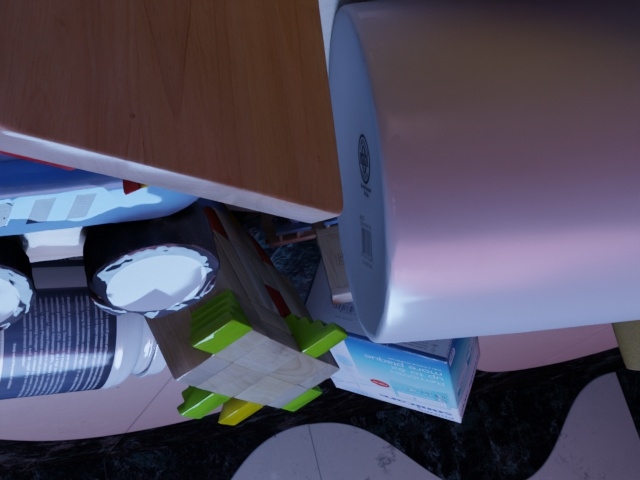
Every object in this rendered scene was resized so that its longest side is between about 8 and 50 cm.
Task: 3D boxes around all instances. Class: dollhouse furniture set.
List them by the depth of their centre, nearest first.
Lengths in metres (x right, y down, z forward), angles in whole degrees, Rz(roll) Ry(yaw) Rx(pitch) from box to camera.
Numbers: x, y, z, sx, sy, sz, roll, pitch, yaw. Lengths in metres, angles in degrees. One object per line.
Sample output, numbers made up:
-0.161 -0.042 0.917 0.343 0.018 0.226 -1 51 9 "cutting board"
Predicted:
0.000 0.000 1.085 0.129 0.183 0.129 -12 160 -6 "dollhouse furniture set"

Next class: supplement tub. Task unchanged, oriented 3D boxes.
-0.337 0.095 1.099 0.272 0.191 0.191 -1 156 -32 "supplement tub"

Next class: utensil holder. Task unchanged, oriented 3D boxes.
0.218 -0.079 0.812 0.386 0.327 0.327 -5 159 -6 "utensil holder"

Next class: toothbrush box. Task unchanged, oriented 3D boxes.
0.112 0.146 1.312 0.217 0.126 0.295 14 158 18 "toothbrush box"

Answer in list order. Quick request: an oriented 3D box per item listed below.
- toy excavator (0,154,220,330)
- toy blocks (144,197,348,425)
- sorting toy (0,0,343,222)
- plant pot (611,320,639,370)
-0.271 -0.137 0.580 0.433 0.222 0.445 -7 145 -17 "toy excavator"
-0.121 0.050 1.054 0.191 0.260 0.381 -34 157 7 "toy blocks"
-0.110 -0.144 0.536 0.089 0.257 0.256 -18 162 35 "sorting toy"
0.603 0.102 1.561 0.237 0.254 0.237 2 176 0 "plant pot"
